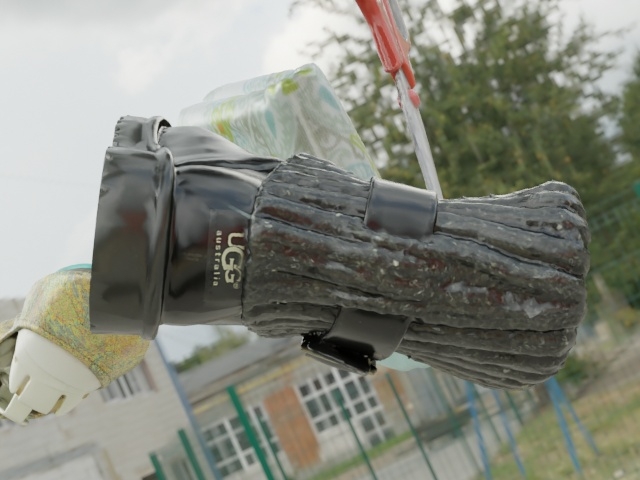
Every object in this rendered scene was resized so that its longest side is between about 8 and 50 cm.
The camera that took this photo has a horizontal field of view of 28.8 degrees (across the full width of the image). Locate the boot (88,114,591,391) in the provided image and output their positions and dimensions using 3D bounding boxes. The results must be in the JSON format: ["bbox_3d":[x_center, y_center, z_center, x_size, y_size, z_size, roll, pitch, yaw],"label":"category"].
[{"bbox_3d":[0.000,0.004,0.763,0.260,0.131,0.348,4,10,-7],"label":"boot"}]

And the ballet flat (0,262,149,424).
[{"bbox_3d":[-0.252,0.114,1.161,0.123,0.123,0.348,-21,-3,-29],"label":"ballet flat"}]

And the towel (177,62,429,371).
[{"bbox_3d":[-0.016,-0.024,1.351,0.090,0.320,0.374,-35,14,-17],"label":"towel"}]

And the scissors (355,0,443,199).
[{"bbox_3d":[0.069,-0.119,0.969,0.021,0.297,0.109,-26,-23,15],"label":"scissors"}]
